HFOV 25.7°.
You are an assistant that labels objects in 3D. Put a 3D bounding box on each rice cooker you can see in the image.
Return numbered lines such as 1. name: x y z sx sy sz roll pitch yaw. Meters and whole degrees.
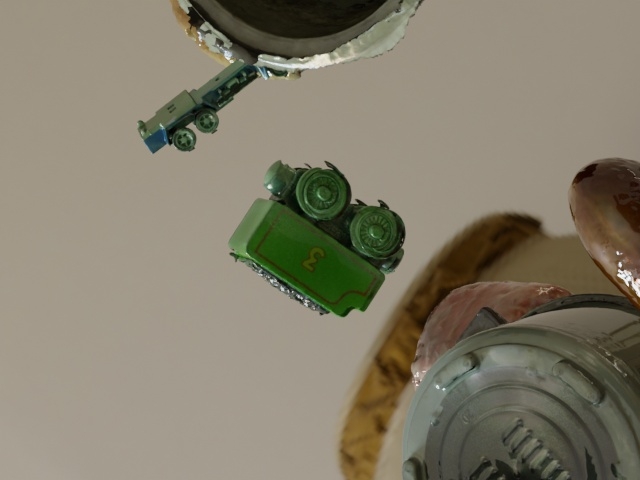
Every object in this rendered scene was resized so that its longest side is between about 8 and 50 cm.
1. rice cooker: 0.205 0.169 1.143 0.227 0.280 0.241 -10 -43 -56

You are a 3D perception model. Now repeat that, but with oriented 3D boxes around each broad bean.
1. broad bean: 0.224 0.010 0.872 0.084 0.165 0.114 -50 -10 14

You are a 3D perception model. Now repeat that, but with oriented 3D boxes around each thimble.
1. thimble: 0.233 0.162 1.673 0.239 0.162 0.239 -3 -85 -36

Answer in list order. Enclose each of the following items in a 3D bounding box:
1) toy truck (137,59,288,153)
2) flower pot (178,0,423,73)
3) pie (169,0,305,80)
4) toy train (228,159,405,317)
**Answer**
1. toy truck: -0.103 -0.156 1.293 0.175 0.067 0.081 -37 -66 0
2. flower pot: 0.026 -0.298 1.159 0.259 0.290 0.290 -31 -33 -56
3. pie: -0.058 -0.342 1.542 0.083 0.339 0.340 -18 -44 -49
4. toy train: 0.000 0.000 2.044 0.188 0.243 0.132 -58 18 -6
